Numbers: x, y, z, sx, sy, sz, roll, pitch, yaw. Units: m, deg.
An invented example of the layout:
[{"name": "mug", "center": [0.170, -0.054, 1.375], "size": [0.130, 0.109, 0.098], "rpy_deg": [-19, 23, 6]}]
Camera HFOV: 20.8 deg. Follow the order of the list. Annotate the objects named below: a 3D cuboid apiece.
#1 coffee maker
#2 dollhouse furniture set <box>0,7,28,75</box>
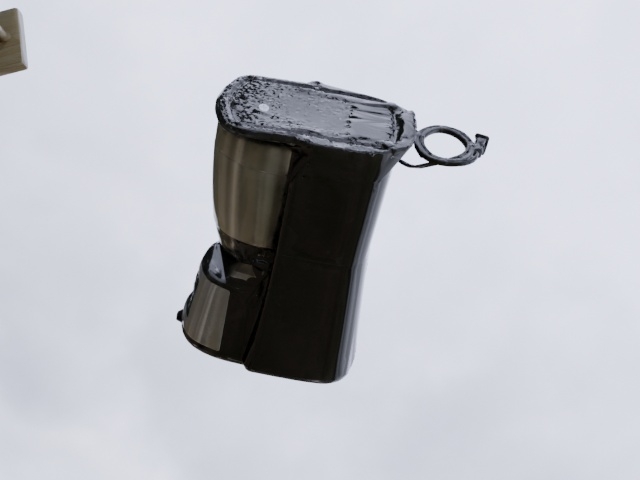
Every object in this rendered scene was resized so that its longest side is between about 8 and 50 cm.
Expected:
[{"name": "coffee maker", "center": [0.000, 0.000, 1.147], "size": [0.171, 0.120, 0.178], "rpy_deg": [21, -60, 20]}, {"name": "dollhouse furniture set", "center": [-0.256, -0.172, 0.934], "size": [0.183, 0.129, 0.129], "rpy_deg": [59, 20, -66]}]
